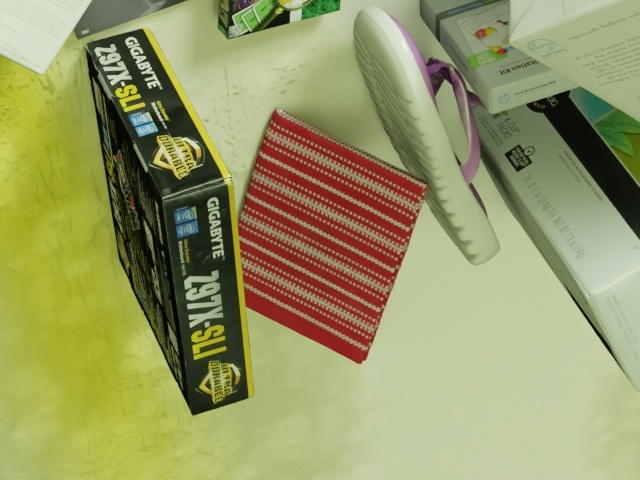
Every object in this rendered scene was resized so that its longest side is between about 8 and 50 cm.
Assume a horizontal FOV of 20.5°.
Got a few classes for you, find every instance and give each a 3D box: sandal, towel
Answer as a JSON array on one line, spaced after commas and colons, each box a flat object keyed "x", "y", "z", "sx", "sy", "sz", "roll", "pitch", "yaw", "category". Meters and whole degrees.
[{"x": 0.134, "y": -0.131, "z": 1.951, "sx": 0.102, "sy": 0.169, "sz": 0.416, "roll": -33, "pitch": 144, "yaw": -4, "category": "sandal"}, {"x": 0.000, "y": 0.000, "z": 2.010, "sx": 0.031, "sy": 0.198, "sz": 0.275, "roll": -51, "pitch": 164, "yaw": -52, "category": "towel"}]

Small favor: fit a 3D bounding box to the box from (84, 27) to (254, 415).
[{"x": -0.155, "y": -0.016, "z": 1.829, "sx": 0.079, "sy": 0.257, "sz": 0.322, "roll": -16, "pitch": 135, "yaw": -13, "category": "box"}]

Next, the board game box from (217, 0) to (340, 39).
[{"x": -0.034, "y": -0.326, "z": 1.753, "sx": 0.136, "sy": 0.030, "sz": 0.260, "roll": -20, "pitch": 138, "yaw": -24, "category": "board game box"}]

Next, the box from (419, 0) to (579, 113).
[{"x": 0.207, "y": -0.220, "z": 1.876, "sx": 0.145, "sy": 0.186, "sz": 0.038, "roll": -18, "pitch": 136, "yaw": -11, "category": "box"}]

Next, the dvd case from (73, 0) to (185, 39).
[{"x": -0.186, "y": -0.307, "z": 1.709, "sx": 0.164, "sy": 0.018, "sz": 0.221, "roll": -21, "pitch": 137, "yaw": -8, "category": "dvd case"}]

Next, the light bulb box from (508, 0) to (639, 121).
[{"x": 0.377, "y": -0.310, "z": 1.721, "sx": 0.225, "sy": 0.358, "sz": 0.361, "roll": -16, "pitch": 151, "yaw": 42, "category": "light bulb box"}]

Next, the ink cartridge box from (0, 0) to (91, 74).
[{"x": -0.279, "y": -0.291, "z": 1.646, "sx": 0.189, "sy": 0.066, "sz": 0.232, "roll": 26, "pitch": 102, "yaw": -36, "category": "ink cartridge box"}]

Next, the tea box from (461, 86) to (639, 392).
[{"x": 0.393, "y": -0.069, "z": 2.016, "sx": 0.323, "sy": 0.329, "sz": 0.220, "roll": -32, "pitch": 138, "yaw": 2, "category": "tea box"}]
